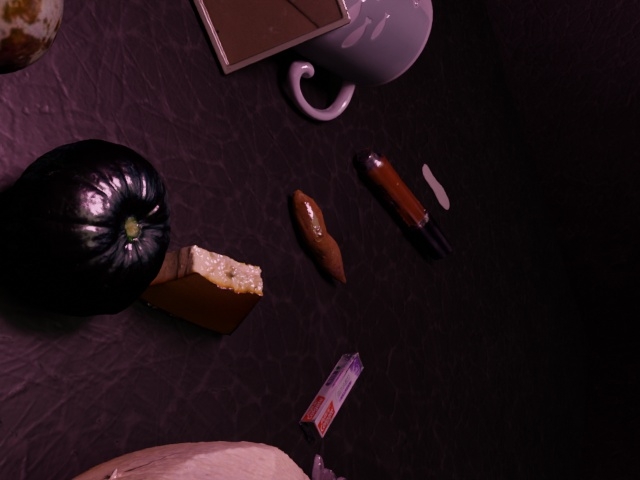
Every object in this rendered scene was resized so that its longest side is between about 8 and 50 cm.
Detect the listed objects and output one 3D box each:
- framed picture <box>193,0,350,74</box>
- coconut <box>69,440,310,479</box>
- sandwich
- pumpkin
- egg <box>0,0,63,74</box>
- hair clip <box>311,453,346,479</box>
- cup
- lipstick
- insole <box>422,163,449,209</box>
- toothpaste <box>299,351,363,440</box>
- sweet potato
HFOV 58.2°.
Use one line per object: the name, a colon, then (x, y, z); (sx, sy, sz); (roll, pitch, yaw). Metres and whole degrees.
framed picture: (-0.114, -0.469, 0.938); (0.020, 0.241, 0.324); (-107, 174, -73)
coconut: (-0.119, 0.370, 0.545); (0.346, 0.361, 0.345); (27, 57, -52)
sandwich: (-0.136, 0.072, 0.787); (0.193, 0.163, 0.058); (38, 48, -46)
pumpkin: (-0.259, -0.015, 0.651); (0.202, 0.140, 0.201); (3, 90, -66)
egg: (-0.354, -0.273, 0.555); (0.231, 0.169, 0.169); (62, 36, -10)
hair clip: (-0.015, 0.445, 0.960); (0.187, 0.056, 0.146); (50, 50, -41)
cup: (0.026, -0.420, 1.140); (0.275, 0.260, 0.356); (8, 105, -55)
lipstick: (0.214, -0.084, 1.440); (0.418, 0.077, 0.077); (44, 47, -39)
insole: (0.347, -0.157, 1.726); (0.197, 0.004, 0.065); (45, 46, -41)
toothpaste: (0.026, 0.288, 1.080); (0.196, 0.040, 0.047); (-47, 117, -51)
sweet potato: (-0.002, 0.001, 1.110); (0.218, 0.051, 0.065); (64, 34, -21)
